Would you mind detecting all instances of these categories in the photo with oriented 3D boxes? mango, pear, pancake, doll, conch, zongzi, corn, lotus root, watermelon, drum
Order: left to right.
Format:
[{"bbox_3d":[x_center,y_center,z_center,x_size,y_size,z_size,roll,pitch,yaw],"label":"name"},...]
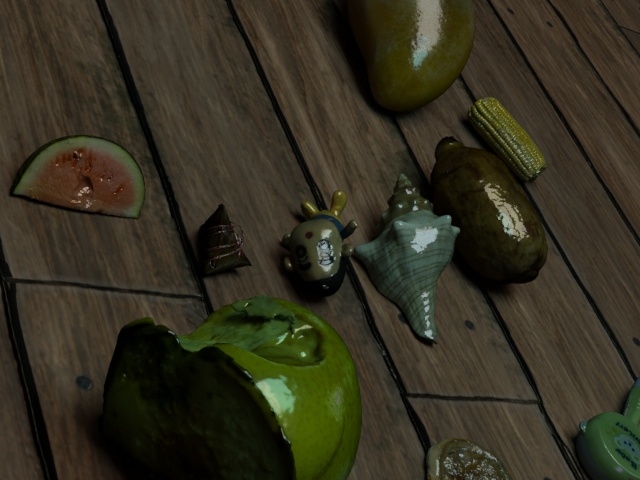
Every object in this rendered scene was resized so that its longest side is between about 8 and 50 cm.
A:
[{"bbox_3d":[-0.280,-0.083,1.392,0.163,0.086,0.069,13,5,-38],"label":"watermelon"},{"bbox_3d":[-0.120,-0.009,1.433,0.067,0.073,0.083,-12,57,-29],"label":"zongzi"},{"bbox_3d":[-0.045,0.149,1.173,0.238,0.163,0.255,19,20,33],"label":"pear"},{"bbox_3d":[0.000,0.000,1.530,0.179,0.102,0.089,-95,165,-47],"label":"doll"},{"bbox_3d":[0.147,-0.370,2.001,0.221,0.199,0.383,31,47,-25],"label":"mango"},{"bbox_3d":[0.119,0.005,1.617,0.137,0.114,0.233,18,43,-8],"label":"conch"},{"bbox_3d":[0.181,0.290,1.423,0.140,0.022,0.139,25,36,-20],"label":"pancake"},{"bbox_3d":[0.239,-0.050,1.775,0.145,0.128,0.260,12,47,-56],"label":"lotus root"},{"bbox_3d":[0.319,-0.172,2.050,0.165,0.063,0.085,51,11,13],"label":"corn"},{"bbox_3d":[0.410,0.249,1.666,0.130,0.049,0.253,33,34,-10],"label":"drum"}]
